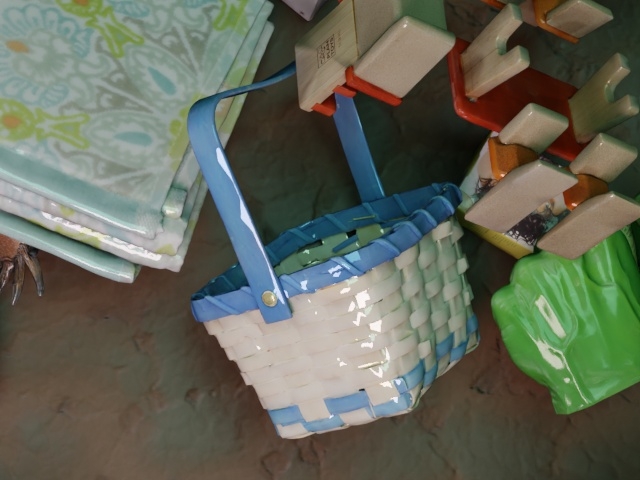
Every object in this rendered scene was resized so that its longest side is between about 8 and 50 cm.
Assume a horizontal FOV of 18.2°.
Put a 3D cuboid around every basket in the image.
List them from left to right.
[{"bbox_3d":[0.000,0.000,1.624,0.201,0.255,0.289,-12,98,28],"label":"basket"}]

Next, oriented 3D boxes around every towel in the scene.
[{"bbox_3d":[-0.244,-0.154,1.659,0.374,0.090,0.320,23,51,-3],"label":"towel"}]

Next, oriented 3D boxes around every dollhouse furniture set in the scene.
[{"bbox_3d":[0.123,-0.129,1.618,0.259,0.135,0.262,20,49,-31],"label":"dollhouse furniture set"}]

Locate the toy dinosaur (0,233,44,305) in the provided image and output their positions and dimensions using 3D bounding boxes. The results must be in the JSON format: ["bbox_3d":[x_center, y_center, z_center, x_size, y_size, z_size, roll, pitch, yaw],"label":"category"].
[{"bbox_3d":[-0.311,0.064,1.651,0.200,0.127,0.296,-2,86,-15],"label":"toy dinosaur"}]

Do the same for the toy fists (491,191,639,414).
[{"bbox_3d":[0.275,0.027,1.684,0.279,0.096,0.142,-26,94,-10],"label":"toy fists"}]

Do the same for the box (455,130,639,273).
[{"bbox_3d":[0.228,-0.003,1.760,0.232,0.058,0.087,30,79,-2],"label":"box"}]

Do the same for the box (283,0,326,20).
[{"bbox_3d":[-0.017,-0.265,1.750,0.101,0.102,0.087,39,80,-1],"label":"box"}]
